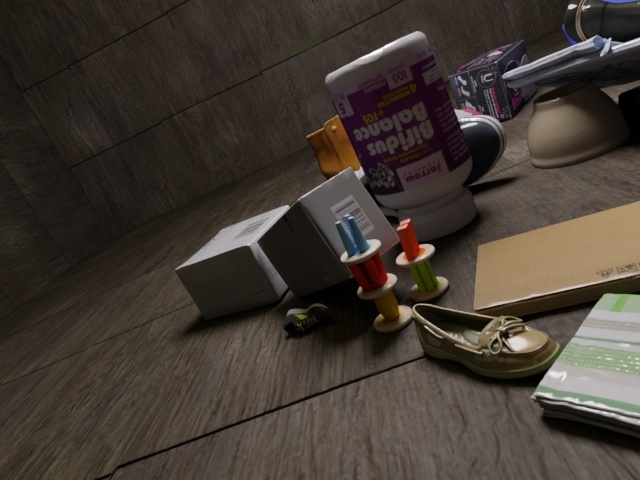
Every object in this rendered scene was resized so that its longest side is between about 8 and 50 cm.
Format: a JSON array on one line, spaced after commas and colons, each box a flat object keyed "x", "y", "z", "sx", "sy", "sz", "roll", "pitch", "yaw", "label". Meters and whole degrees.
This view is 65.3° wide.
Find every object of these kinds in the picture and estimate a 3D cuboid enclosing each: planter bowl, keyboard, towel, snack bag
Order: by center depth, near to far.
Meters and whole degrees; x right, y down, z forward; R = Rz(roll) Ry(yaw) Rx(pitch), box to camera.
[{"x": 0.248, "y": 0.091, "z": 0.382, "sx": 0.152, "sy": 0.023, "sz": 0.113, "roll": -34, "pitch": 20, "yaw": -32, "label": "towel"}, {"x": 0.533, "y": -0.302, "z": 0.798, "sx": 0.323, "sy": 0.037, "sz": 0.343, "roll": -9, "pitch": 5, "yaw": -27, "label": "snack bag"}, {"x": 0.435, "y": -0.210, "z": 0.870, "sx": 0.162, "sy": 0.109, "sz": 0.162, "roll": -25, "pitch": 16, "yaw": 7, "label": "planter bowl"}, {"x": 0.617, "y": -0.268, "z": 0.929, "sx": 0.108, "sy": 0.023, "sz": 0.180, "roll": -22, "pitch": 16, "yaw": 38, "label": "keyboard"}]

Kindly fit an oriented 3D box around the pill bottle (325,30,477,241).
[{"x": 0.141, "y": -0.156, "z": 0.803, "sx": 0.169, "sy": 0.301, "sz": 0.169, "roll": -25, "pitch": 15, "yaw": 7, "label": "pill bottle"}]

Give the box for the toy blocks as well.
[{"x": 0.086, "y": 0.020, "z": 0.614, "sx": 0.123, "sy": 0.148, "sz": 0.054, "roll": -35, "pitch": 19, "yaw": -26, "label": "toy blocks"}]

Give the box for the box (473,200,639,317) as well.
[{"x": 0.274, "y": 0.020, "z": 0.553, "sx": 0.201, "sy": 0.021, "sz": 0.164, "roll": -19, "pitch": 18, "yaw": 26, "label": "box"}]

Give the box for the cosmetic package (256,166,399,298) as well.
[{"x": 0.000, "y": 0.000, "z": 0.746, "sx": 0.107, "sy": 0.127, "sz": 0.238, "roll": -35, "pitch": -1, "yaw": -27, "label": "cosmetic package"}]

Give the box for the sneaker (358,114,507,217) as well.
[{"x": 0.192, "y": -0.123, "z": 0.950, "sx": 0.321, "sy": 0.126, "sz": 0.127, "roll": -26, "pitch": 8, "yaw": 43, "label": "sneaker"}]

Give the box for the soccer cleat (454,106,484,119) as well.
[{"x": 0.252, "y": -0.227, "z": 1.077, "sx": 0.332, "sy": 0.143, "sz": 0.116, "roll": 11, "pitch": -34, "yaw": -28, "label": "soccer cleat"}]

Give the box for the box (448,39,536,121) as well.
[{"x": 0.490, "y": -0.437, "z": 1.399, "sx": 0.142, "sy": 0.163, "sz": 0.247, "roll": -6, "pitch": 26, "yaw": 43, "label": "box"}]

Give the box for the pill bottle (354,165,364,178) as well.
[{"x": 0.147, "y": -0.147, "z": 1.139, "sx": 0.170, "sy": 0.094, "sz": 0.094, "roll": -18, "pitch": 18, "yaw": 34, "label": "pill bottle"}]

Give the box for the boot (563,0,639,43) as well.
[{"x": 0.507, "y": -0.343, "z": 0.821, "sx": 0.198, "sy": 0.076, "sz": 0.137, "roll": -5, "pitch": 18, "yaw": -42, "label": "boot"}]

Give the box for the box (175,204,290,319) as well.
[{"x": -0.138, "y": 0.041, "z": 0.948, "sx": 0.182, "sy": 0.119, "sz": 0.181, "roll": -18, "pitch": 18, "yaw": 28, "label": "box"}]

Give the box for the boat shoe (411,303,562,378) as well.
[{"x": 0.149, "y": 0.090, "z": 0.476, "sx": 0.056, "sy": 0.048, "sz": 0.153, "roll": -34, "pitch": 18, "yaw": -26, "label": "boat shoe"}]

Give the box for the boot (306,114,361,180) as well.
[{"x": 0.117, "y": -0.228, "z": 1.231, "sx": 0.295, "sy": 0.211, "sz": 0.104, "roll": -16, "pitch": 20, "yaw": 30, "label": "boot"}]

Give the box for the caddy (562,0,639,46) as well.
[{"x": 0.743, "y": -0.510, "z": 1.147, "sx": 0.341, "sy": 0.179, "sz": 0.241, "roll": -38, "pitch": -16, "yaw": 37, "label": "caddy"}]

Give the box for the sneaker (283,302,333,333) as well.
[{"x": -0.018, "y": 0.114, "z": 0.705, "sx": 0.083, "sy": 0.031, "sz": 0.035, "roll": -19, "pitch": 31, "yaw": 37, "label": "sneaker"}]
